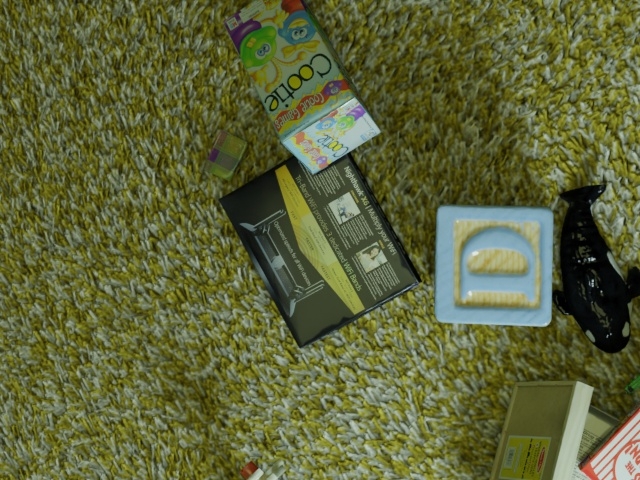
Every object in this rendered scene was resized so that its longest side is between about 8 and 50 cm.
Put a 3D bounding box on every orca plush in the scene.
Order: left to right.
[{"bbox_3d":[0.468,0.049,1.795,0.151,0.102,0.287,2,90,11],"label":"orca plush"}]

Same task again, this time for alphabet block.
[{"bbox_3d":[0.292,0.039,1.782,0.192,0.197,0.193,3,91,10],"label":"alphabet block"}]

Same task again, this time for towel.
[{"bbox_3d":[-0.173,-0.157,1.969,0.060,0.009,0.083,26,96,9],"label":"towel"}]

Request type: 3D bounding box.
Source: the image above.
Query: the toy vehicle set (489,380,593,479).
[{"bbox_3d":[0.349,0.361,1.752,0.035,0.166,0.267,25,73,-22],"label":"toy vehicle set"}]

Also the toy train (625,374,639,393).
[{"bbox_3d":[0.551,0.231,1.818,0.083,0.024,0.017,-45,82,8],"label":"toy train"}]

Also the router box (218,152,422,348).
[{"bbox_3d":[0.000,0.000,1.898,0.243,0.081,0.309,-29,84,9],"label":"router box"}]

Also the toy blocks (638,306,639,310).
[{"bbox_3d":[0.628,0.107,1.786,0.148,0.054,0.123,-44,85,8],"label":"toy blocks"}]

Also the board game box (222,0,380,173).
[{"bbox_3d":[-0.033,-0.280,1.829,0.142,0.144,0.275,-31,63,9],"label":"board game box"}]

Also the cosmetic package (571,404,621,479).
[{"bbox_3d":[0.432,0.434,1.789,0.153,0.129,0.296,29,96,10],"label":"cosmetic package"}]

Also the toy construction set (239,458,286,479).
[{"bbox_3d":[-0.054,0.530,1.841,0.151,0.215,0.328,-31,84,9],"label":"toy construction set"}]

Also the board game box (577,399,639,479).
[{"bbox_3d":[0.527,0.339,1.683,0.147,0.045,0.193,42,96,5],"label":"board game box"}]
